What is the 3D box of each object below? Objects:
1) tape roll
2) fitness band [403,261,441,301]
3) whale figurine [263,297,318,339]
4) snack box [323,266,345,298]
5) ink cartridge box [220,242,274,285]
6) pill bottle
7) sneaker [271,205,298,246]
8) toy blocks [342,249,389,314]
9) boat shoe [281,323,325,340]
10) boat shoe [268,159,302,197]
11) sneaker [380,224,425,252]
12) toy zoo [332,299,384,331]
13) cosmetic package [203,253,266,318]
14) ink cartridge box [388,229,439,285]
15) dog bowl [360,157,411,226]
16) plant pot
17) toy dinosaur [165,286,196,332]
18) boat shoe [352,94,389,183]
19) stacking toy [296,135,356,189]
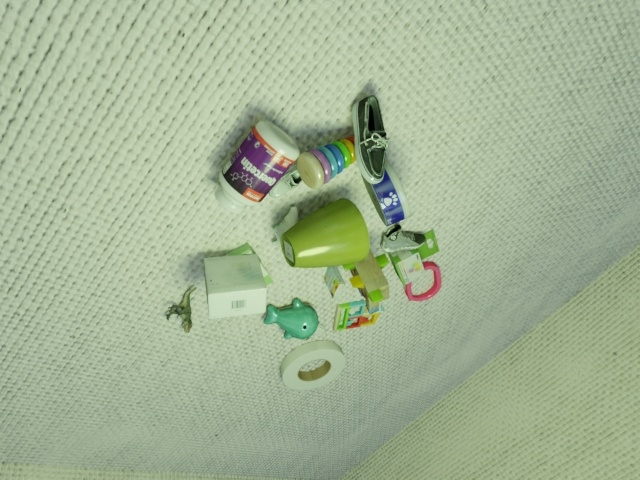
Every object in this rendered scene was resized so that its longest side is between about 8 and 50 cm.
[{"bbox_3d":[-0.042,0.732,2.537,0.391,0.072,0.392,-12,132,-14],"label":"tape roll"},{"bbox_3d":[0.557,0.232,2.367,0.208,0.054,0.291,-23,135,-3],"label":"fitness band"},{"bbox_3d":[-0.139,0.395,2.148,0.271,0.141,0.217,15,98,-18],"label":"whale figurine"},{"bbox_3d":[0.064,0.192,2.069,0.037,0.141,0.100,3,128,-25],"label":"snack box"},{"bbox_3d":[-0.332,0.136,1.917,0.171,0.056,0.235,-29,134,3],"label":"ink cartridge box"},{"bbox_3d":[-0.233,-0.250,1.541,0.181,0.182,0.323,27,114,-37],"label":"pill bottle"},{"bbox_3d":[-0.152,-0.053,1.822,0.094,0.080,0.212,10,126,-14],"label":"sneaker"},{"bbox_3d":[0.205,0.155,1.981,0.190,0.382,0.261,-21,149,-5],"label":"toy blocks"},{"bbox_3d":[-0.084,0.492,2.303,0.257,0.084,0.095,8,125,-27],"label":"boat shoe"},{"bbox_3d":[-0.115,-0.238,1.672,0.226,0.076,0.083,-44,130,17],"label":"boat shoe"},{"bbox_3d":[0.399,-0.022,2.065,0.228,0.086,0.132,-13,130,-11],"label":"sneaker"},{"bbox_3d":[0.218,0.404,2.389,0.292,0.030,0.193,-6,130,-17],"label":"toy zoo"},{"bbox_3d":[-0.348,0.178,1.759,0.223,0.225,0.138,-5,127,-17],"label":"cosmetic package"},{"bbox_3d":[0.489,0.086,2.184,0.255,0.097,0.189,-28,133,3],"label":"ink cartridge box"},{"bbox_3d":[0.257,-0.193,1.734,0.104,0.265,0.265,-25,134,3],"label":"dog bowl"},{"bbox_3d":[0.000,0.000,1.745,0.293,0.275,0.275,-19,135,-25],"label":"plant pot"},{"bbox_3d":[-0.624,0.312,1.947,0.118,0.064,0.268,-10,133,-34],"label":"toy dinosaur"},{"bbox_3d":[0.193,-0.361,1.558,0.113,0.104,0.307,-3,87,-33],"label":"boat shoe"},{"bbox_3d":[0.079,-0.314,1.609,0.330,0.141,0.141,-30,137,-25],"label":"stacking toy"}]
